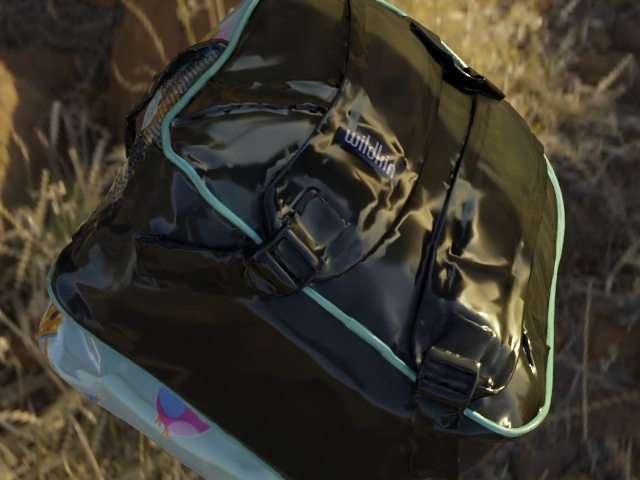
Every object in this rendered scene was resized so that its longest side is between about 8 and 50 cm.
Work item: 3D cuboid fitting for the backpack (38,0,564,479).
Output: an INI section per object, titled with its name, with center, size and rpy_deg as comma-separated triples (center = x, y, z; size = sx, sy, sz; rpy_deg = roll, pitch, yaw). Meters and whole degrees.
[backpack]
center = 0.000, 0.000, 0.629
size = 0.166, 0.144, 0.188
rpy_deg = 35, 41, -11
